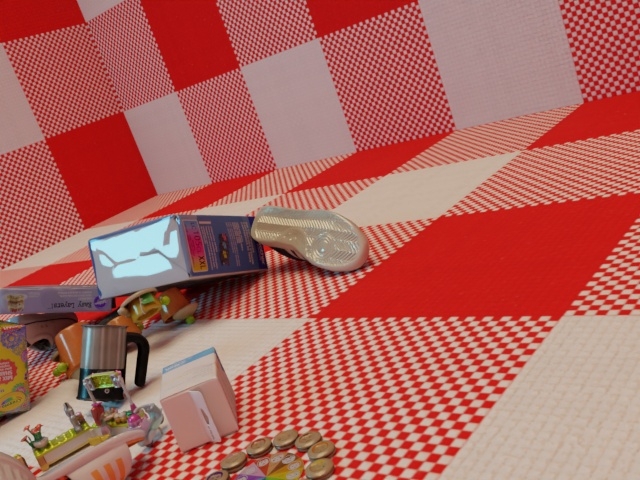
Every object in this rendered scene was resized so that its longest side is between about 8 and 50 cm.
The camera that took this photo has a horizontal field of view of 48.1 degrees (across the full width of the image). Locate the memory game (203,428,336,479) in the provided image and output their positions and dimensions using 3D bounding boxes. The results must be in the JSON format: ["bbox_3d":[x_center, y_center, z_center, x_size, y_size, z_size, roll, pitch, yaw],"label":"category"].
[{"bbox_3d":[-0.067,0.289,0.887,0.186,0.012,0.186,-19,14,5],"label":"memory game"}]

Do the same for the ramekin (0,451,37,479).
[{"bbox_3d":[-0.387,0.339,0.764,0.207,0.207,0.109,-28,25,-27],"label":"ramekin"}]

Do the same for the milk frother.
[{"bbox_3d":[-0.402,0.224,1.330,0.143,0.135,0.129,-4,-9,41],"label":"milk frother"}]

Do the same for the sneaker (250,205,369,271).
[{"bbox_3d":[0.000,0.000,1.675,0.350,0.131,0.148,20,-5,43],"label":"sneaker"}]

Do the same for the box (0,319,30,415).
[{"bbox_3d":[-0.776,0.263,1.437,0.289,0.177,0.279,-3,1,-40],"label":"box"}]

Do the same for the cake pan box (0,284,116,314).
[{"bbox_3d":[-0.649,0.144,1.791,0.266,0.070,0.245,0,0,-19],"label":"cake pan box"}]

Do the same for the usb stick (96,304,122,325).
[{"bbox_3d":[-0.493,0.200,1.727,0.077,0.045,0.278,-6,19,23],"label":"usb stick"}]

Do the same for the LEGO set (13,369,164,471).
[{"bbox_3d":[-0.388,0.287,1.135,0.286,0.107,0.132,-18,14,9],"label":"LEGO set"}]

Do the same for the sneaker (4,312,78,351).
[{"bbox_3d":[-0.696,0.233,1.802,0.094,0.091,0.258,-21,-7,14],"label":"sneaker"}]

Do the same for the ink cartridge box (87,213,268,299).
[{"bbox_3d":[-0.313,0.036,1.726,0.269,0.151,0.395,-13,-7,25],"label":"ink cartridge box"}]

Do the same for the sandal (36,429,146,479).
[{"bbox_3d":[-0.337,0.336,0.947,0.102,0.076,0.265,-36,-10,37],"label":"sandal"}]

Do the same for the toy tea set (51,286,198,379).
[{"bbox_3d":[-0.406,0.209,1.520,0.336,0.124,0.200,-29,-13,-19],"label":"toy tea set"}]

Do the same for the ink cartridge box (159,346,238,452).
[{"bbox_3d":[-0.181,0.238,1.068,0.089,0.092,0.143,-22,14,-4],"label":"ink cartridge box"}]
